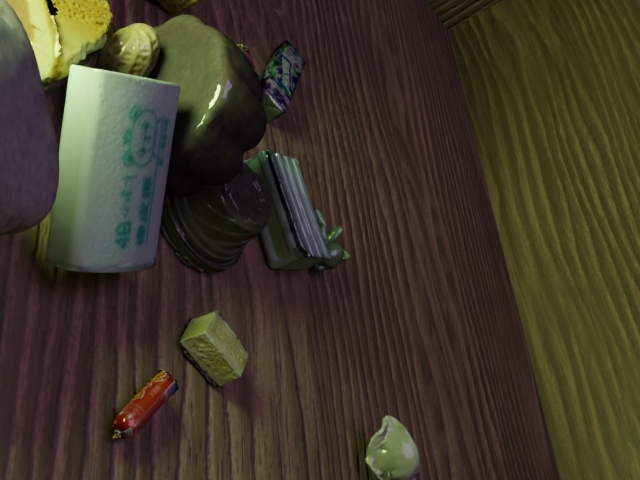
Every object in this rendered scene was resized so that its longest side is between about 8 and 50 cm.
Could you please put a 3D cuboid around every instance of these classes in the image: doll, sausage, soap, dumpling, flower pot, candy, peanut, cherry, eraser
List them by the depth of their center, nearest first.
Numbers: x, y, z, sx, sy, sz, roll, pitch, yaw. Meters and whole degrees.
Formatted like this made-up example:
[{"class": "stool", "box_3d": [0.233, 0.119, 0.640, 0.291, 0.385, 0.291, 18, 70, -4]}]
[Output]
[{"class": "cherry", "box_3d": [-0.451, -0.147, 0.874, 0.326, 0.291, 0.334, -73, 149, -77]}, {"class": "eraser", "box_3d": [-0.303, -0.101, 1.151, 0.189, 0.104, 0.290, -4, 106, -59]}, {"class": "sausage", "box_3d": [-0.266, 0.248, 1.152, 0.145, 0.050, 0.048, -49, 131, -57]}, {"class": "peanut", "box_3d": [-0.336, -0.274, 1.284, 0.083, 0.194, 0.093, 35, -5, 4]}, {"class": "flower pot", "box_3d": [-0.186, -0.066, 1.458, 0.235, 0.141, 0.235, 40, 36, -37]}, {"class": "dumpling", "box_3d": [0.146, 0.472, 1.665, 0.127, 0.108, 0.188, -19, 100, -38]}, {"class": "soap", "box_3d": [-0.081, -0.066, 1.710, 0.150, 0.094, 0.261, 11, 57, -65]}, {"class": "doll", "box_3d": [0.000, 0.000, 1.817, 0.115, 0.077, 0.150, -22, 79, -19]}, {"class": "candy", "box_3d": [-0.103, -0.410, 1.985, 0.088, 0.061, 0.312, 50, 30, -23]}]

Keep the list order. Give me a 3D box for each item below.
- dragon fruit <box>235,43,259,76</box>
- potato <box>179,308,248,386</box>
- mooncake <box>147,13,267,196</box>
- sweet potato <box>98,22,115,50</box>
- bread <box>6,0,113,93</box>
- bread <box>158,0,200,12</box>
[{"class": "dragon fruit", "box_3d": [-0.204, -0.402, 1.756, 0.147, 0.102, 0.096, -14, 88, -73]}, {"class": "potato", "box_3d": [-0.180, 0.187, 1.344, 0.122, 0.061, 0.086, 55, 26, -22]}, {"class": "mooncake", "box_3d": [-0.236, -0.226, 1.349, 0.154, 0.306, 0.306, 40, 35, -51]}, {"class": "sweet potato", "box_3d": [-0.418, -0.359, 1.378, 0.182, 0.053, 0.054, -34, 137, -61]}, {"class": "bread", "box_3d": [-0.442, -0.328, 1.158, 0.211, 0.184, 0.224, 56, 25, -17]}, {"class": "bread", "box_3d": [-0.239, -0.690, 1.681, 0.143, 0.333, 0.323, 36, 35, -49]}]
